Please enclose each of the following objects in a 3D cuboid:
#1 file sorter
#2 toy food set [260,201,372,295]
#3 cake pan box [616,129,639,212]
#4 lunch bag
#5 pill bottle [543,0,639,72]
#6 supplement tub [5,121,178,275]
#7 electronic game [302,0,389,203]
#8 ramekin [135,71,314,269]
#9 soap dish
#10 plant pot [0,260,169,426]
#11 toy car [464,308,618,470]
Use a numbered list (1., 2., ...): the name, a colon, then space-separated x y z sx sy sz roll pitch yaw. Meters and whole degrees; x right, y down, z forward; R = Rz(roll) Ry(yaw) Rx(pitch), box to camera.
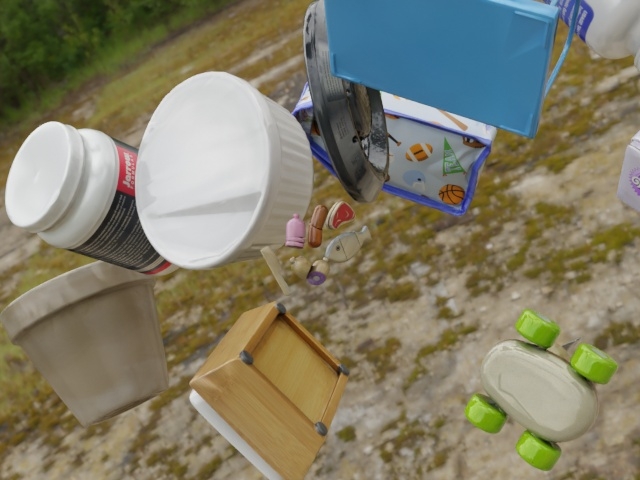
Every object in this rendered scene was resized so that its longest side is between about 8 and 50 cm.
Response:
1. file sorter: 0.102 -0.174 0.661 0.170 0.118 0.104 21 61 19
2. toy food set: 0.000 0.000 0.900 0.122 0.078 0.019 -38 19 -30
3. cake pan box: 0.351 -0.049 0.528 0.245 0.070 0.267 -41 61 -19
4. lunch bag: 0.159 -0.259 1.778 0.385 0.239 0.328 19 43 5
5. pill bottle: 0.325 -0.300 0.983 0.152 0.272 0.152 -32 -20 -13
6. supplement tub: -0.335 -0.063 1.416 0.191 0.272 0.191 -16 64 37
7. electronic game: 0.029 -0.153 0.982 0.048 0.229 0.229 -11 25 16
8. ramekin: -0.129 -0.090 1.256 0.272 0.273 0.127 -8 -11 37
9. soap dish: -0.070 0.235 1.445 0.118 0.229 0.291 -43 4 20
10. plant pot: -0.454 0.220 1.847 0.323 0.280 0.323 -26 -7 -4
11. toy car: 0.292 0.179 1.130 0.149 0.155 0.188 34 14 23
